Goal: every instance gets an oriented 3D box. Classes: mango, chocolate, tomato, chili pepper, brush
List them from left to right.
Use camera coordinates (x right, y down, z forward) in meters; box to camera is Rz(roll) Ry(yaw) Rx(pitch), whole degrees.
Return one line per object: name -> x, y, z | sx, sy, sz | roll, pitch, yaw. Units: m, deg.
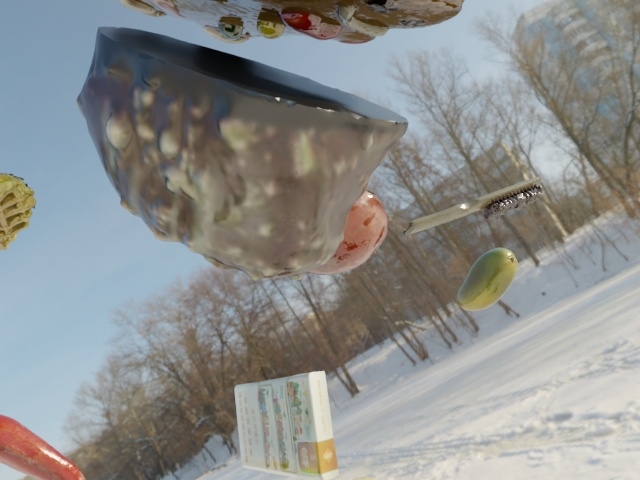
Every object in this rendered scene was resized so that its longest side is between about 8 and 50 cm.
chili pepper -> -0.442, 0.276, 0.666 | 0.071, 0.272, 0.063 | 115, 178, -49
chocolate -> -0.100, -0.084, 0.531 | 0.225, 0.340, 0.210 | -39, -32, -60
tomato -> 0.000, 0.000, 0.832 | 0.228, 0.112, 0.199 | 7, -40, 3
brush -> 0.248, -0.048, 0.770 | 0.248, 0.036, 0.043 | -18, -28, -16
mango -> 0.407, 0.103, 1.181 | 0.086, 0.122, 0.191 | 20, -67, -14

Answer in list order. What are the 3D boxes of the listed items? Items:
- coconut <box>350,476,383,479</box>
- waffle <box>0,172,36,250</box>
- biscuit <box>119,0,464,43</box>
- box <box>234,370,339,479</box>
coconut -> 0.071, 0.430, 0.672 | 0.161, 0.161, 0.162 | -13, -65, -40
waffle -> -0.465, -0.022, 0.640 | 0.194, 0.051, 0.149 | -39, -5, 31
biscuit -> -0.043, -0.273, 0.575 | 0.283, 0.432, 0.064 | -10, -68, -54
box -> -0.055, 0.247, 0.647 | 0.032, 0.122, 0.220 | 3, -19, -34
